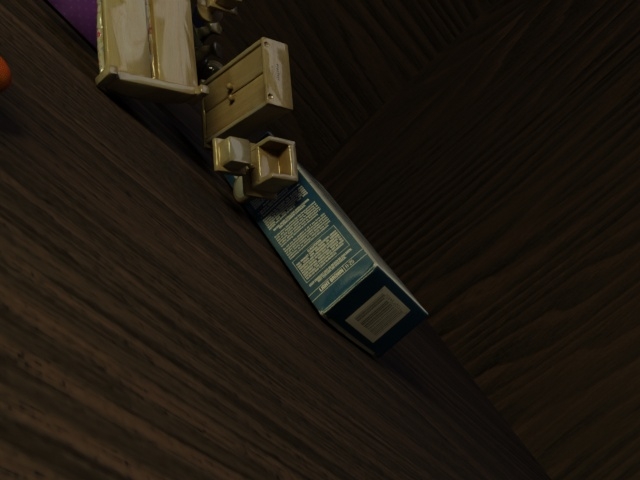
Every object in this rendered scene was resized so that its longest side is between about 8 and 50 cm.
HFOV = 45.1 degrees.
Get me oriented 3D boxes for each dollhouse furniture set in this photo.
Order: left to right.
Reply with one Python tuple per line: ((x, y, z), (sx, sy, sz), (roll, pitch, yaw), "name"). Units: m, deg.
((-0.230, -0.209, 1.036), (0.356, 0.174, 0.303), (6, 71, -39), "dollhouse furniture set")

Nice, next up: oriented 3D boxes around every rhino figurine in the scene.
((-0.207, -0.308, 1.219), (0.243, 0.106, 0.073), (52, 36, -49), "rhino figurine")

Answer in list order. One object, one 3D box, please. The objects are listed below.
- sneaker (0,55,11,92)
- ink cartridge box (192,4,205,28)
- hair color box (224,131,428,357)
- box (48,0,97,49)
((-0.256, -0.153, 0.477), (0.064, 0.067, 0.175), (50, 4, 41), "sneaker")
((-0.280, -0.415, 1.214), (0.224, 0.045, 0.223), (35, -24, 0), "ink cartridge box")
((0.000, 0.000, 1.157), (0.174, 0.105, 0.347), (43, 7, -47), "hair color box")
((-0.381, -0.384, 1.162), (0.293, 0.057, 0.201), (46, 6, -21), "box")
